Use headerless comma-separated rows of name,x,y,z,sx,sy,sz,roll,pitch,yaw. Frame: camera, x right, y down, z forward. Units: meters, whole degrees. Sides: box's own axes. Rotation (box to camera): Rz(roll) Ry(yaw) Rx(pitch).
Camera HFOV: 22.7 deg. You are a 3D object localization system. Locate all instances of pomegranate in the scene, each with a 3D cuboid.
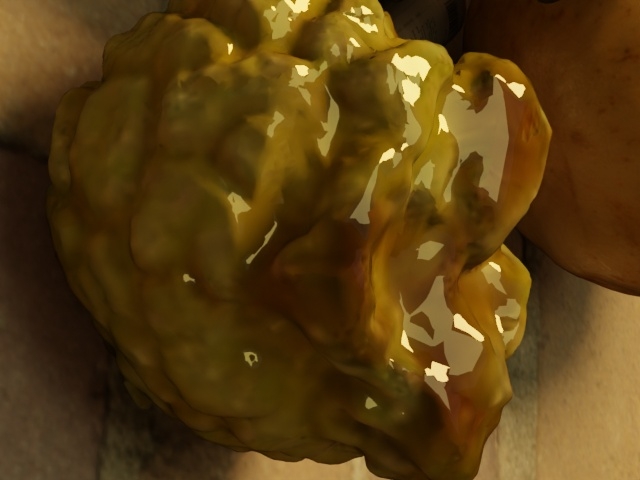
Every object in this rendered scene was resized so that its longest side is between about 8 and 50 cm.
pomegranate,0.230,-0.108,1.045,0.307,0.307,0.307,21,62,-48

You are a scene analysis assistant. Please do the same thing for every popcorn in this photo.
popcorn,0.000,0.000,0.754,0.251,0.237,0.206,40,19,19

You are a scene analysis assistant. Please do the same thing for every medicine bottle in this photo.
medicine bottle,0.024,-0.110,0.962,0.199,0.058,0.057,-45,114,-48

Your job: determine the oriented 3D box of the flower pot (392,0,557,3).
flower pot,0.095,-0.273,0.857,0.302,0.213,0.301,14,71,-48
